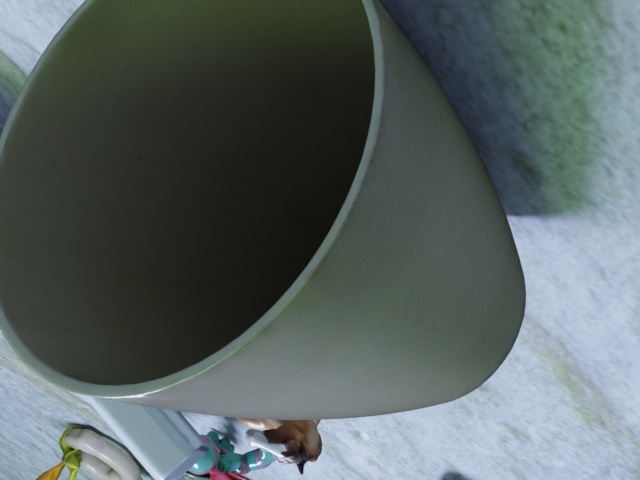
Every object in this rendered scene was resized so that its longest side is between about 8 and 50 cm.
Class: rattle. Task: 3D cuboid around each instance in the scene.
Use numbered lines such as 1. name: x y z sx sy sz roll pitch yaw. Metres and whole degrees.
1. rattle: -0.313 0.372 1.909 0.130 0.143 0.199 -21 122 37

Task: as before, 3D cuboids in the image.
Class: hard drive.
1. hard drive: -0.226 0.054 1.096 0.353 0.047 0.233 49 171 5

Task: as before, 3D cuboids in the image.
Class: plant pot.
1. plant pot: 0.000 0.000 0.743 0.256 0.256 0.274 7 164 40

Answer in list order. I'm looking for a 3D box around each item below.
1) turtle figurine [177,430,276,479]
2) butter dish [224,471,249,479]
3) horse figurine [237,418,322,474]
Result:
1. turtle figurine: -0.136 0.228 1.466 0.175 0.118 0.234 31 161 -6
2. butter dish: -0.160 0.382 1.712 0.160 0.118 0.160 23 115 14
3. horse figurine: -0.058 0.143 1.209 0.174 0.066 0.263 22 178 11
